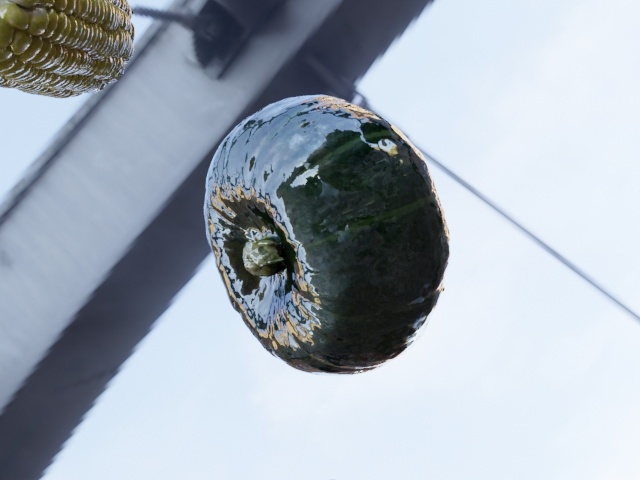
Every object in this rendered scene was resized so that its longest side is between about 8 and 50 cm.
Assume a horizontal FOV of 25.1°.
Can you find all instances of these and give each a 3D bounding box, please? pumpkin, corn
[{"bbox_3d":[0.000,0.000,1.492,0.207,0.300,0.300,-25,-45,-33],"label":"pumpkin"},{"bbox_3d":[-0.202,-0.161,0.990,0.122,0.305,0.123,-6,-89,2],"label":"corn"}]

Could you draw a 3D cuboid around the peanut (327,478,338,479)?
[{"bbox_3d":[-0.003,0.312,1.608,0.113,0.054,0.054,-48,-32,-42],"label":"peanut"}]
